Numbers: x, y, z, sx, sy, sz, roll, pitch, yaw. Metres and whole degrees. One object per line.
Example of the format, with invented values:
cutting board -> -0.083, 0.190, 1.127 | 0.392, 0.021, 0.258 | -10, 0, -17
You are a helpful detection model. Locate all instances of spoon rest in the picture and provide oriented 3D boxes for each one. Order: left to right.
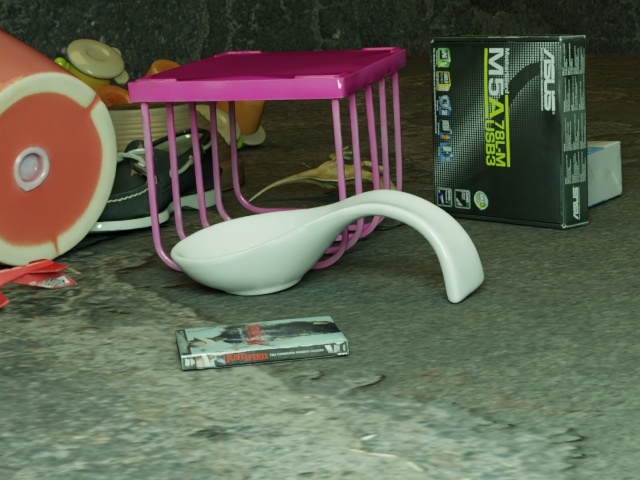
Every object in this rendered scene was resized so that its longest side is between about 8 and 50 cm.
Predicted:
spoon rest -> 0.000, 0.000, 1.399 | 0.276, 0.084, 0.137 | 3, 19, 29

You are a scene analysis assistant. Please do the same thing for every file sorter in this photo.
file sorter -> -0.038, -0.085, 1.631 | 0.202, 0.182, 0.291 | 0, 11, 14

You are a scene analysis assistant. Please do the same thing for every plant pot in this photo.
plant pot -> -0.354, -0.097, 1.664 | 0.243, 0.275, 0.275 | 20, 23, 41
plant pot -> -0.216, -0.118, 2.107 | 0.237, 0.109, 0.237 | -3, 10, 0

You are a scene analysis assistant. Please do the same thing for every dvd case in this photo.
dvd case -> -0.044, 0.074, 1.211 | 0.119, 0.013, 0.087 | -6, 10, -6

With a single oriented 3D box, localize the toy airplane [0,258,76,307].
toy airplane -> -0.288, 0.038, 1.469 | 0.151, 0.028, 0.151 | -5, 9, 1

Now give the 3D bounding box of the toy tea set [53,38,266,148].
toy tea set -> -0.231, -0.170, 2.420 | 0.336, 0.124, 0.200 | 11, 39, -22

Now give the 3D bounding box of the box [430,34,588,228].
box -> 0.190, -0.114, 1.683 | 0.045, 0.190, 0.184 | -8, 11, -37

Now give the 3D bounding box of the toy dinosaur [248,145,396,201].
toy dinosaur -> 0.012, -0.077, 1.942 | 0.183, 0.053, 0.092 | 0, 12, 20

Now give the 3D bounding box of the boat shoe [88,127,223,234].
boat shoe -> -0.203, -0.068, 1.858 | 0.114, 0.091, 0.302 | -1, 10, 17

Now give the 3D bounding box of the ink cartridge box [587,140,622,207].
ink cartridge box -> 0.224, -0.073, 1.806 | 0.181, 0.061, 0.104 | 2, 11, 32
